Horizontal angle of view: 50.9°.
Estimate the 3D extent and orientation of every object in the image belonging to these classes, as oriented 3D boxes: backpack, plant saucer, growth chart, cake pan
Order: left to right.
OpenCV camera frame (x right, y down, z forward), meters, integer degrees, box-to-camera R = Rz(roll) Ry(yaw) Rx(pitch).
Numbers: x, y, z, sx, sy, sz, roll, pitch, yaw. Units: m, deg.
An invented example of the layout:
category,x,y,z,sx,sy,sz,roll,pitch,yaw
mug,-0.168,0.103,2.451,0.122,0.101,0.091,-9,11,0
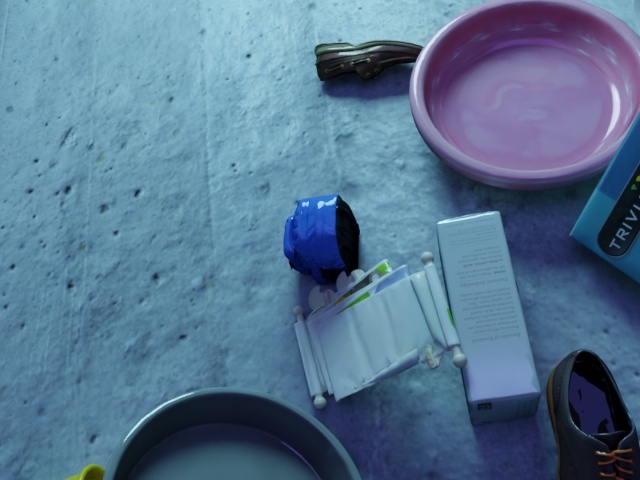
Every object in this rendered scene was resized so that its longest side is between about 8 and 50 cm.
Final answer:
category,x,y,z,sx,sy,sz,roll,pitch,yaw
cake pan,-0.090,0.294,0.727,0.294,0.054,0.293,14,39,-12
backpack,0.000,0.000,0.901,0.101,0.120,0.097,-7,62,9
growth chart,0.059,0.106,0.825,0.237,0.021,0.171,-28,54,32
plant saucer,0.297,-0.205,0.964,0.333,0.084,0.331,-5,63,10

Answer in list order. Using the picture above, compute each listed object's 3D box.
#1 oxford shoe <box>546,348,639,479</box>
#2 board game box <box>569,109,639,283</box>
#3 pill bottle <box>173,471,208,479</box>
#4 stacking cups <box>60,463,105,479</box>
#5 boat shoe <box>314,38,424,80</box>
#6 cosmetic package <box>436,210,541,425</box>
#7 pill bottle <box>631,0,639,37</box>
category,x,y,z,sx,sy,sz,roll,pitch,yaw
oxford shoe,0.300,0.249,0.717,0.097,0.098,0.271,-12,61,6
board game box,0.476,-0.019,0.716,0.079,0.253,0.336,-13,43,-41
pill bottle,-0.171,0.305,0.799,0.152,0.086,0.086,28,72,23
stacking cups,-0.409,0.370,0.827,0.317,0.096,0.095,-21,60,7
boat shoe,0.078,-0.284,1.073,0.178,0.064,0.060,1,94,14
cosmetic package,0.199,0.093,0.811,0.086,0.117,0.230,-11,62,9
pill bottle,0.582,-0.356,0.953,0.230,0.131,0.131,-19,61,2
